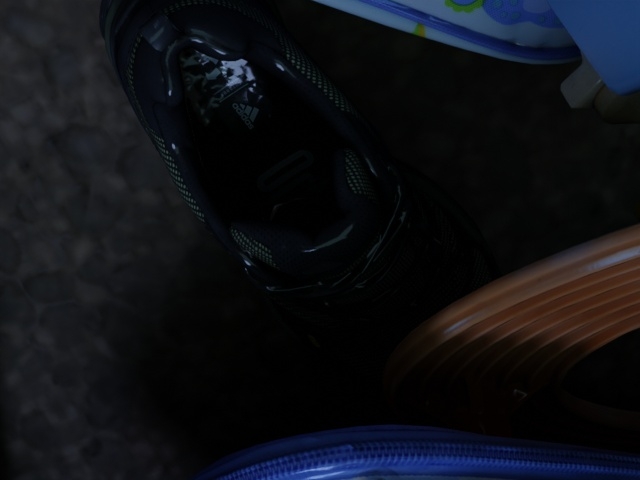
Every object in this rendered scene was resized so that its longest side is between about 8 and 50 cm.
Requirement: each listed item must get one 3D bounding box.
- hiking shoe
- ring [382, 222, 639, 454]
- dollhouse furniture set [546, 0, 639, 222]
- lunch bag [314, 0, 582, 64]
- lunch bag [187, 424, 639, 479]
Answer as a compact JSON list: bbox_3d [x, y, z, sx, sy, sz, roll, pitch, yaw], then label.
[{"bbox_3d":[0.000,0.000,0.595,0.086,0.114,0.227,-38,111,12],"label":"hiking shoe"},{"bbox_3d":[0.189,0.044,0.550,0.337,0.336,0.032,-5,70,-2],"label":"ring"},{"bbox_3d":[0.272,-0.081,0.491,0.286,0.198,0.303,-3,144,-48],"label":"dollhouse furniture set"},{"bbox_3d":[0.025,-0.159,0.533,0.219,0.090,0.176,16,121,-12],"label":"lunch bag"},{"bbox_3d":[0.067,0.140,0.581,0.303,0.115,0.243,8,152,-32],"label":"lunch bag"}]
